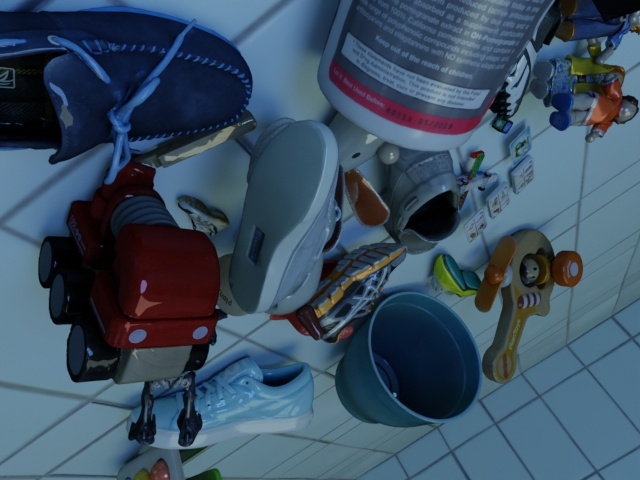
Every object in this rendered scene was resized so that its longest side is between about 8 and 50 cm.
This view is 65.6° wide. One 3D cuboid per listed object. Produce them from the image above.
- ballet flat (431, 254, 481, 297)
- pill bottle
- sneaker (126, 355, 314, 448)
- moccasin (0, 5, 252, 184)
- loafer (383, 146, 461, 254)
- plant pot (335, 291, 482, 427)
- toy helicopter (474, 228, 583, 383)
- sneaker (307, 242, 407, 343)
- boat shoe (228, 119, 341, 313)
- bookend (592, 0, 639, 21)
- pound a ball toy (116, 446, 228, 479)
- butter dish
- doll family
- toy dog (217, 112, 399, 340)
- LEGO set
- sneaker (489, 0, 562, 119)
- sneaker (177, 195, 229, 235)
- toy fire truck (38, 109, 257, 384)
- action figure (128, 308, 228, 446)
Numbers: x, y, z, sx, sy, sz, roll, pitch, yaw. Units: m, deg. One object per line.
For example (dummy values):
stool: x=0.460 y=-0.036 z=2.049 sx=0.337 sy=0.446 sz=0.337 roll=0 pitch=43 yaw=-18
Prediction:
ballet flat: x=0.289 y=0.090 z=1.094 sx=0.077 sy=0.077 sz=0.231 roll=-28 pitch=152 yaw=25
pill bottle: x=0.124 y=-0.250 z=0.420 sx=0.176 sy=0.176 sz=0.318 roll=-8 pitch=140 yaw=-31
sneaker: x=-0.183 y=0.296 z=0.972 sx=0.366 sy=0.135 sz=0.150 roll=1 pitch=99 yaw=-29
moccasin: x=-0.211 y=-0.105 z=0.397 sx=0.342 sy=0.116 sz=0.137 roll=-11 pitch=142 yaw=-27
loafer: x=0.156 y=-0.039 z=0.759 sx=0.112 sy=0.111 sz=0.319 roll=-24 pitch=155 yaw=3
plant pot: x=0.166 y=0.289 z=1.098 sx=0.272 sy=0.271 sz=0.255 roll=-8 pitch=154 yaw=-31
toy helicopter: x=0.430 y=0.139 z=1.104 sx=0.235 sy=0.140 sz=0.354 roll=29 pitch=76 yaw=-32
sneaker: x=0.058 y=0.076 z=0.790 sx=0.215 sy=0.084 sz=0.083 roll=-36 pitch=112 yaw=-20
boat shoe: x=-0.026 y=-0.020 z=0.492 sx=0.081 sy=0.079 sz=0.227 roll=-17 pitch=144 yaw=-43
bookend: x=0.337 y=-0.349 z=0.516 sx=0.156 sy=0.072 sz=0.157 roll=-45 pitch=108 yaw=-6
pound a ball toy: x=-0.292 y=0.509 z=0.993 sx=0.136 sy=0.208 sz=0.319 roll=4 pitch=147 yaw=-44
butter dish: x=0.018 y=0.119 z=0.871 sx=0.160 sy=0.118 sz=0.159 roll=2 pitch=134 yaw=-39
doll family: x=0.385 y=-0.274 z=0.681 sx=0.163 sy=0.118 sz=0.262 roll=-9 pitch=123 yaw=-21
toy dog: x=0.000 y=0.000 z=0.639 sx=0.220 sy=0.161 sz=0.333 roll=-33 pitch=159 yaw=-45
LEGO set: x=0.291 y=-0.115 z=0.869 sx=0.182 sy=0.060 sz=0.244 roll=-46 pitch=147 yaw=0
sneaker: x=0.248 y=-0.246 z=0.612 sx=0.106 sy=0.078 sz=0.234 roll=-31 pitch=145 yaw=3
sneaker: x=-0.152 y=-0.027 z=0.625 sx=0.037 sy=0.032 sz=0.083 roll=-39 pitch=145 yaw=13
toy fire truck: x=-0.153 y=-0.016 z=0.492 sx=0.159 sy=0.217 sz=0.246 roll=7 pitch=117 yaw=-42
action figure: x=-0.224 y=0.158 z=0.722 sx=0.164 sy=0.141 sz=0.275 roll=0 pitch=110 yaw=-27
